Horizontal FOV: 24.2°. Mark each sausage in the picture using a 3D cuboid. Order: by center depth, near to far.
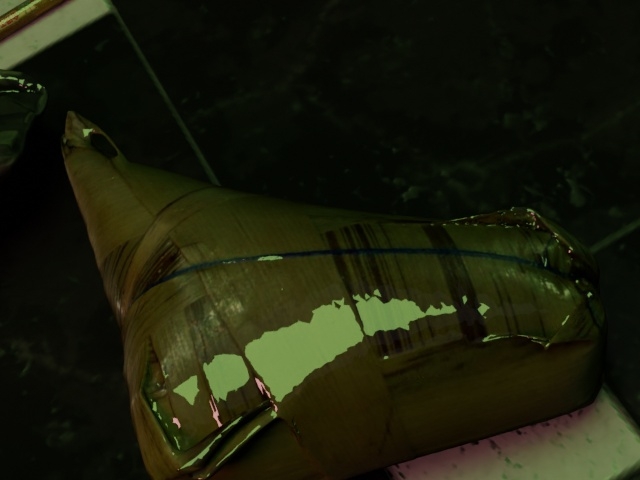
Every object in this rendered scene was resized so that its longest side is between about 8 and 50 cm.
[{"bbox_3d":[-0.204,-0.164,1.057,0.100,0.015,0.015,-32,55,-4],"label":"sausage"}]

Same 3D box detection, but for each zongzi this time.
[{"bbox_3d":[0.000,0.000,0.832,0.260,0.123,0.289,-19,51,-1],"label":"zongzi"}]

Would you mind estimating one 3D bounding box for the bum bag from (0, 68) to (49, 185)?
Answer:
[{"bbox_3d":[-0.305,0.010,0.927,0.340,0.095,0.144,-36,28,-8],"label":"bum bag"}]
